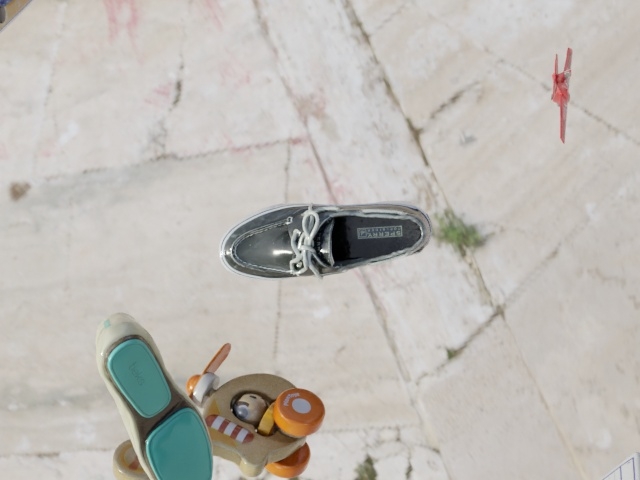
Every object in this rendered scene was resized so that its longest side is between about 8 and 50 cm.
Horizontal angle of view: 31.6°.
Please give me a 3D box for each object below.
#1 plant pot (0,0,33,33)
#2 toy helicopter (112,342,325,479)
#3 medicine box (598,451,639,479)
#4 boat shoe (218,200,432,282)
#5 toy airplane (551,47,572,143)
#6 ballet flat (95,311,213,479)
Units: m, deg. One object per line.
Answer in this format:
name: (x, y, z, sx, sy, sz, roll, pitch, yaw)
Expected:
plant pot: (-0.429, -0.331, 1.222, 0.212, 0.236, 0.236, 1, 34, 13)
toy helicopter: (-0.183, 0.299, 1.837, 0.355, 0.140, 0.235, -17, 49, -35)
medicine box: (0.378, 0.475, 1.525, 0.149, 0.263, 0.289, 42, 113, -3)
boat shoe: (0.001, 0.004, 1.576, 0.306, 0.105, 0.113, -1, 96, 9)
toy airplane: (0.353, -0.220, 1.663, 0.028, 0.151, 0.151, 5, 64, 12)
ballet flat: (-0.185, 0.182, 1.239, 0.086, 0.248, 0.086, -12, 31, 7)
